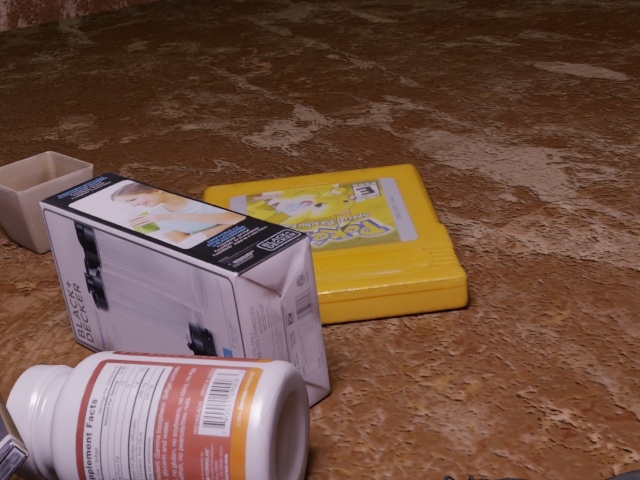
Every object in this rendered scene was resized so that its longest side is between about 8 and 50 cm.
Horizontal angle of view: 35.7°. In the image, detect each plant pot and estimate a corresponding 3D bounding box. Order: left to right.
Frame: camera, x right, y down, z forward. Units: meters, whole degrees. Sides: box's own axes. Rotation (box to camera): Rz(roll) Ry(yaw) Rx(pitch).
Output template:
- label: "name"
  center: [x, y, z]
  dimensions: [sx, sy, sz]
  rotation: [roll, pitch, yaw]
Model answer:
- label: "plant pot"
  center: [-0.355, -0.045, 1.268]
  dimensions: [0.109, 0.096, 0.109]
  rotation: [18, 33, 42]

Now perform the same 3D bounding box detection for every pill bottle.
- label: "pill bottle"
  center: [-0.125, 0.147, 0.763]
  dimensions: [0.216, 0.121, 0.121]
  rotation: [1, 25, 16]

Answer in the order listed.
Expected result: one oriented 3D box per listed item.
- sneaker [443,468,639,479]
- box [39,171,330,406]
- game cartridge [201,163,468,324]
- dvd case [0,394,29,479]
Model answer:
- label: "sneaker"
  center: [0.130, 0.192, 0.636]
  dimensions: [0.286, 0.109, 0.130]
  rotation: [-10, 18, -14]
- label: "box"
  center: [-0.132, 0.050, 0.927]
  dimensions: [0.290, 0.169, 0.087]
  rotation: [19, 36, 40]
- label: "game cartridge"
  center: [0.000, 0.000, 1.146]
  dimensions: [0.285, 0.052, 0.323]
  rotation: [-7, 23, -2]
- label: "dvd case"
  center: [-0.269, 0.180, 0.667]
  dimensions: [0.164, 0.018, 0.221]
  rotation: [-50, 18, -14]
